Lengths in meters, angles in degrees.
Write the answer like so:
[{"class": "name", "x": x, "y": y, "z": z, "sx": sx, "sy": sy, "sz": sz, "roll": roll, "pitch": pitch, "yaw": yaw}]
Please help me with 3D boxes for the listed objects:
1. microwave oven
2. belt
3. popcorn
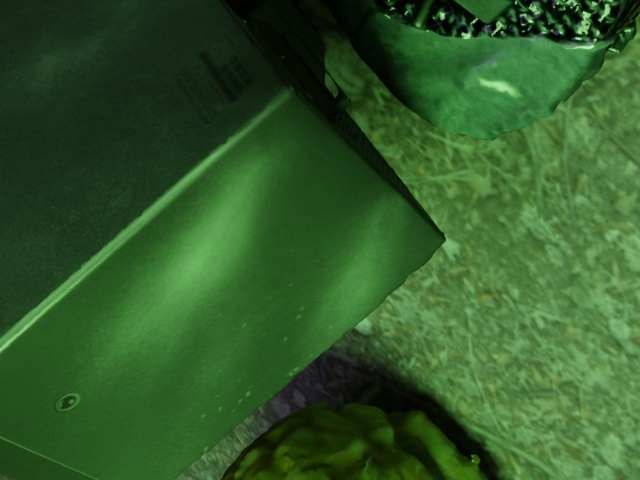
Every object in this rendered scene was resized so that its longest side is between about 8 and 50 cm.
[{"class": "microwave oven", "x": -0.173, "y": -0.091, "z": 1.096, "sx": 0.432, "sy": 0.374, "sz": 0.236, "roll": 54, "pitch": -171, "yaw": 34}, {"class": "belt", "x": 0.114, "y": -0.193, "z": 0.998, "sx": 0.207, "sy": 0.150, "sz": 0.257, "roll": 35, "pitch": 139, "yaw": 8}, {"class": "popcorn", "x": 0.024, "y": 0.271, "z": 1.348, "sx": 0.282, "sy": 0.282, "sz": 0.247, "roll": 56, "pitch": 146, "yaw": -2}]
